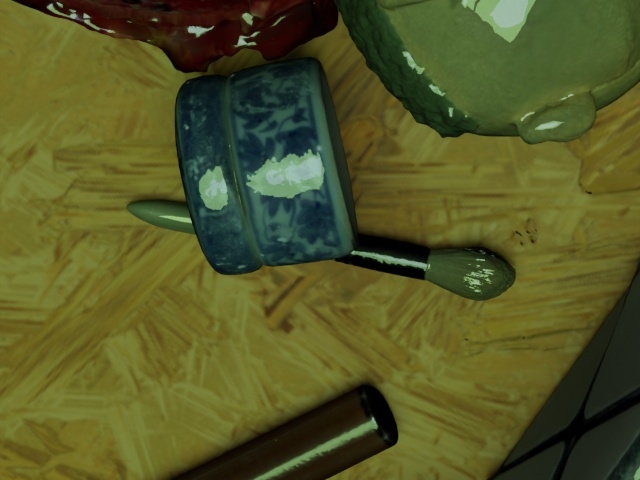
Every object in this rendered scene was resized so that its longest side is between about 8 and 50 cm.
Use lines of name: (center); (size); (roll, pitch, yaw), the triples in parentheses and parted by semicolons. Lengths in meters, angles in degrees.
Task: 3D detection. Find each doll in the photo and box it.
doll: (0.100, -0.232, 1.292); (0.247, 0.247, 0.349); (-31, 97, 12)

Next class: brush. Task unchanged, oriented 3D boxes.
brush: (0.000, 0.000, 1.475); (0.299, 0.042, 0.039); (12, 80, 2)

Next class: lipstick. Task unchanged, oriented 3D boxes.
lipstick: (-0.104, 0.212, 1.539); (0.357, 0.057, 0.057); (-27, 104, 11)

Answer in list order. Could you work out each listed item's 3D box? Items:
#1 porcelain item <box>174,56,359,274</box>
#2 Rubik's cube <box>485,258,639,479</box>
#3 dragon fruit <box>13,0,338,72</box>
porcelain item: (-0.041, -0.052, 1.401); (0.114, 0.147, 0.147); (-11, 107, 3)
Rubik's cube: (0.283, 0.198, 1.403); (0.260, 0.255, 0.259); (29, 106, -5)
dragon fruit: (-0.138, -0.280, 1.371); (0.286, 0.228, 0.329); (-19, 138, 41)
